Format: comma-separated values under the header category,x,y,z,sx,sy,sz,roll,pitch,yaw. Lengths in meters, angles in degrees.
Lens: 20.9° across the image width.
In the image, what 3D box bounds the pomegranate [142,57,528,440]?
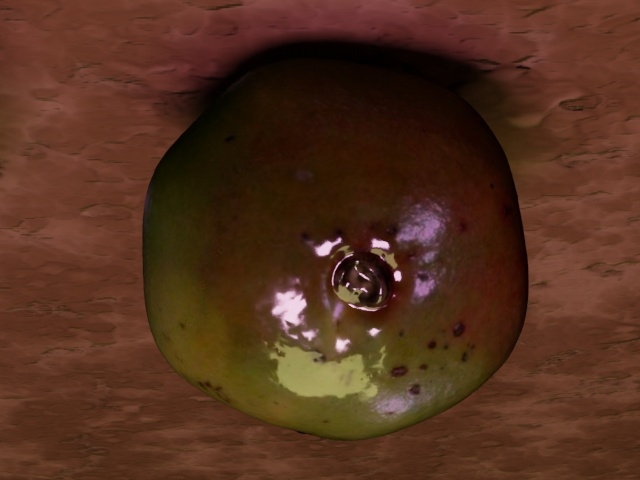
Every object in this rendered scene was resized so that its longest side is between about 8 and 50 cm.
category,x,y,z,sx,sy,sz,roll,pitch,yaw
pomegranate,0.000,0.000,0.805,0.180,0.180,0.209,5,-172,-17
